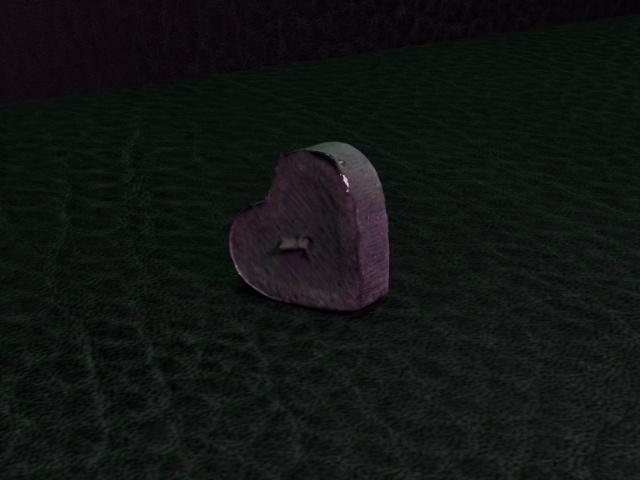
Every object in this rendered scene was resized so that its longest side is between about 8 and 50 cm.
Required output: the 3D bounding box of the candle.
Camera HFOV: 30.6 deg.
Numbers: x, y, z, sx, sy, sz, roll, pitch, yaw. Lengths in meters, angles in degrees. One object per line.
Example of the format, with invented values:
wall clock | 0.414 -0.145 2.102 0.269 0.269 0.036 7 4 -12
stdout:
candle | 0.000 0.000 1.204 0.168 0.192 0.068 51 39 10
